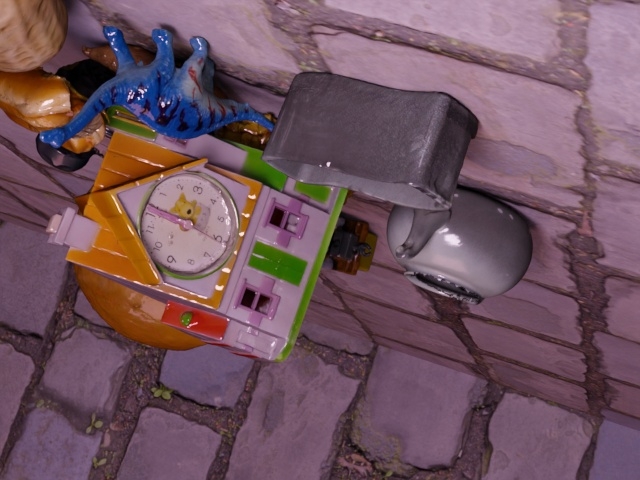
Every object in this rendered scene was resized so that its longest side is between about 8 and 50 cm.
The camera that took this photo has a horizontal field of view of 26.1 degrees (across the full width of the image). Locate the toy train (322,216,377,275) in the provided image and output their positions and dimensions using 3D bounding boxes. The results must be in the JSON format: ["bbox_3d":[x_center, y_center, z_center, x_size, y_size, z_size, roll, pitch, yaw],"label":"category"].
[{"bbox_3d":[0.000,0.000,2.227,0.219,0.089,0.127,13,178,31],"label":"toy train"}]

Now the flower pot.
[{"bbox_3d":[0.052,-0.108,1.498,0.229,0.108,0.103,15,169,32],"label":"flower pot"}]

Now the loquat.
[{"bbox_3d":[-0.201,0.010,2.027,0.328,0.328,0.328,20,170,4],"label":"loquat"}]

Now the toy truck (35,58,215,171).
[{"bbox_3d":[-0.246,-0.154,1.762,0.224,0.147,0.165,26,-150,-16],"label":"toy truck"}]

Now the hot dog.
[{"bbox_3d":[-0.331,-0.166,1.604,0.109,0.072,0.269,40,172,-39],"label":"hot dog"}]

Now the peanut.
[{"bbox_3d":[-0.333,-0.252,1.462,0.122,0.137,0.253,-23,167,0],"label":"peanut"}]

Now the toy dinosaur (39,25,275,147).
[{"bbox_3d":[-0.166,-0.172,1.542,0.329,0.144,0.076,-1,173,-39],"label":"toy dinosaur"}]

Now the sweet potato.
[{"bbox_3d":[-0.191,-0.190,1.661,0.206,0.068,0.060,27,145,-5],"label":"sweet potato"}]

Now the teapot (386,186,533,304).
[{"bbox_3d":[0.178,0.009,1.802,0.193,0.129,0.294,15,169,29],"label":"teapot"}]

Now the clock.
[{"bbox_3d":[-0.155,-0.014,1.632,0.309,0.235,0.166,23,169,-22],"label":"clock"}]

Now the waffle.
[{"bbox_3d":[-0.038,-0.106,1.800,0.197,0.070,0.193,13,168,24],"label":"waffle"}]
